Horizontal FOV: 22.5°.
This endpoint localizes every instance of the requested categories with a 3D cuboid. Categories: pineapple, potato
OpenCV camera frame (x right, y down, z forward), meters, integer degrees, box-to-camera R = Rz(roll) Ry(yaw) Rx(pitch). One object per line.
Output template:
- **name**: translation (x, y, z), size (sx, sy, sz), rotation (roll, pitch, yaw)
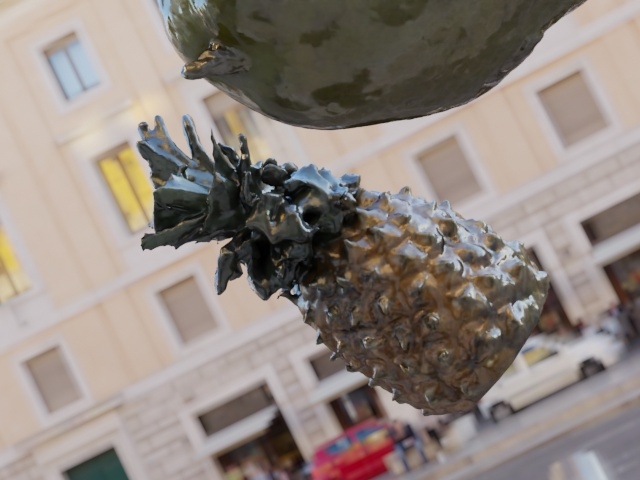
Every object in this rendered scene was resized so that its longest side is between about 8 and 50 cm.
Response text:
- **pineapple**: translation (0.000, 0.000, 1.249), size (0.169, 0.340, 0.169), rotation (-59, 2, 4)
- **potato**: translation (0.034, -0.143, 0.684), size (0.251, 0.174, 0.159), rotation (-44, 17, -17)
